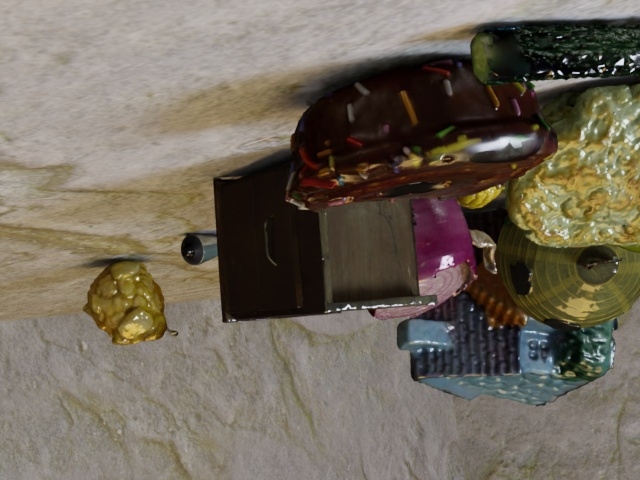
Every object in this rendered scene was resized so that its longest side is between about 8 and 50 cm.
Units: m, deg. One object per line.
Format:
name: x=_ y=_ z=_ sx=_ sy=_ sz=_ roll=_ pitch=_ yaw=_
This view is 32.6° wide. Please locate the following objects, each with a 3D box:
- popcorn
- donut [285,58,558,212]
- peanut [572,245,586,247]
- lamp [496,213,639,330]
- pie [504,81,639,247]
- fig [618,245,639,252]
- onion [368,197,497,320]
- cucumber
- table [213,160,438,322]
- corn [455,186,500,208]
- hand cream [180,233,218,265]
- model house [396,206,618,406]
popcorn: x=-0.357 y=0.112 z=1.982 sx=0.140 sy=0.163 sz=0.194 roll=-34 pitch=-150 yaw=1
donut: x=0.082 y=-0.089 z=0.920 sx=0.230 sy=0.096 sz=0.216 roll=-7 pitch=172 yaw=-13
peanut: x=0.336 y=-0.068 z=1.304 sx=0.148 sy=0.147 sz=0.319 roll=-7 pitch=173 yaw=-17
lamp: x=0.409 y=0.025 z=1.716 sx=0.250 sy=0.250 sz=0.284 roll=-8 pitch=-173 yaw=-5
pie: x=0.309 y=-0.085 z=1.099 sx=0.248 sy=0.090 sz=0.201 roll=-1 pitch=130 yaw=-6
fig: x=0.433 y=-0.053 z=1.487 sx=0.234 sy=0.167 sz=0.167 roll=-15 pitch=175 yaw=-3
onion: x=0.105 y=-0.004 z=1.381 sx=0.201 sy=0.200 sz=0.207 roll=-11 pitch=173 yaw=23
cucumber: x=0.231 y=-0.146 z=0.834 sx=0.257 sy=0.043 sz=0.044 roll=-7 pitch=179 yaw=-20
table: x=0.000 y=0.000 z=1.223 sx=0.172 sy=0.169 sz=0.193 roll=-2 pitch=176 yaw=-35
corn: x=0.195 y=-0.075 z=1.366 sx=0.067 sy=0.067 sz=0.206 roll=-9 pitch=174 yaw=5
hand cream: x=-0.142 y=0.013 z=1.826 sx=0.075 sy=0.052 sz=0.248 roll=-11 pitch=174 yaw=36
model house: x=0.299 y=0.087 z=1.963 sx=0.339 sy=0.360 sz=0.297 roll=7 pitch=157 yaw=-17
